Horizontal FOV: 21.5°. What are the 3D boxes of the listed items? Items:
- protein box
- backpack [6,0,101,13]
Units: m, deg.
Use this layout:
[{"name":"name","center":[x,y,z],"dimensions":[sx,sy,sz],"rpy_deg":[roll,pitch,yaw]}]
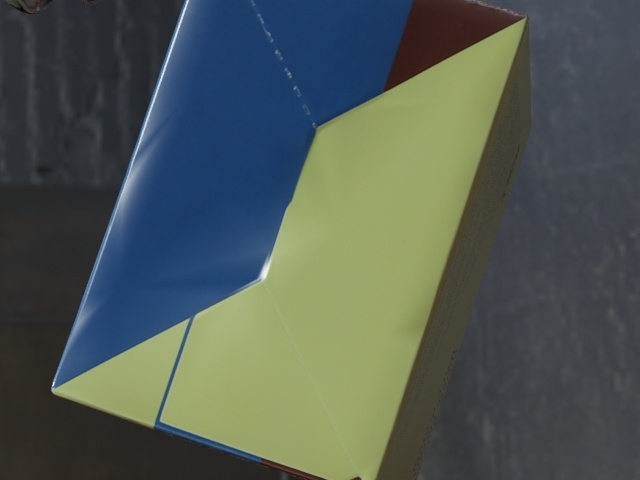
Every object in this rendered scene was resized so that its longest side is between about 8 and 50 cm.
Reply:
[{"name":"protein box","center":[0.000,0.000,0.746],"dimensions":[0.201,0.136,0.200],"rpy_deg":[47,-119,-79]},{"name":"backpack","center":[-0.213,-0.309,1.227],"dimensions":[0.225,0.191,0.253],"rpy_deg":[-61,-24,-22]}]
